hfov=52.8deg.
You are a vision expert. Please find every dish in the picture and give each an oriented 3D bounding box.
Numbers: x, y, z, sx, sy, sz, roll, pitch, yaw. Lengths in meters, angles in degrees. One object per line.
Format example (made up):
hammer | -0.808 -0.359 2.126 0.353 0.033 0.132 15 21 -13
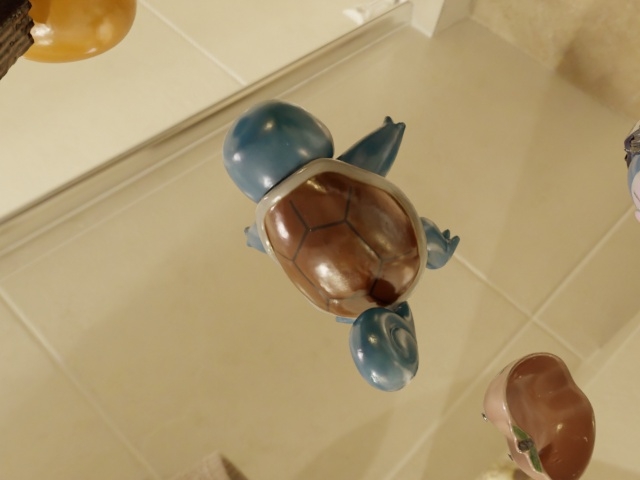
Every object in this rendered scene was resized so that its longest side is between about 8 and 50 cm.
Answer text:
dish | 0.342 0.290 1.049 0.213 0.213 0.090 55 142 -3

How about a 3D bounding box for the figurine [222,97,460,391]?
figurine | 0.024 0.003 0.888 0.298 0.243 0.416 -36 78 29

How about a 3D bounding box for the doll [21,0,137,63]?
doll | -0.370 -0.365 0.883 0.213 0.213 0.235 20 132 43

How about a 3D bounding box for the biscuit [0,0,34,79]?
biscuit | -0.421 -0.204 0.712 0.106 0.252 0.070 19 140 -6

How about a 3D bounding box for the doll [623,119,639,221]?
doll | 0.657 -0.114 1.075 0.284 0.240 0.310 38 165 6
